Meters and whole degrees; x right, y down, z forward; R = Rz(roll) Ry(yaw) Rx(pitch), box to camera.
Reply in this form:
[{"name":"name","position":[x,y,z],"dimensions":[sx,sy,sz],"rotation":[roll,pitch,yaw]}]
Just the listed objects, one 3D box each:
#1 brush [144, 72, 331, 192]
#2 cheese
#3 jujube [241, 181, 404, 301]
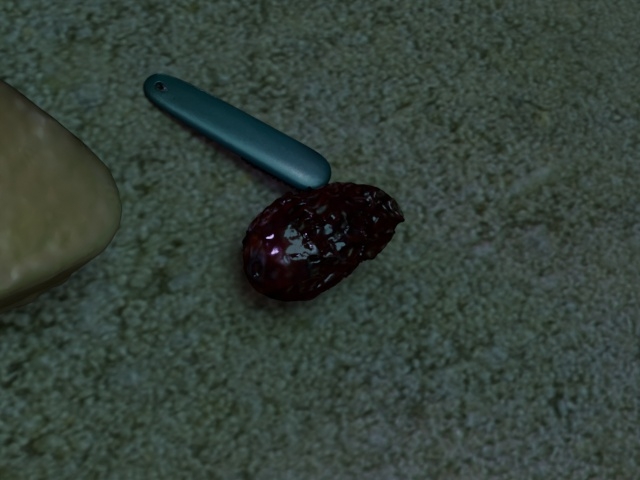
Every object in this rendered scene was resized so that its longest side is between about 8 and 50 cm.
[{"name":"brush","position":[-0.079,-0.097,1.713],"dimensions":[0.193,0.032,0.043],"rotation":[28,63,0]},{"name":"cheese","position":[-0.387,-0.017,1.462],"dimensions":[0.384,0.104,0.384],"rotation":[9,70,-26]},{"name":"jujube","position":[-0.003,-0.002,1.671],"dimensions":[0.166,0.104,0.104],"rotation":[-22,80,-45]}]
